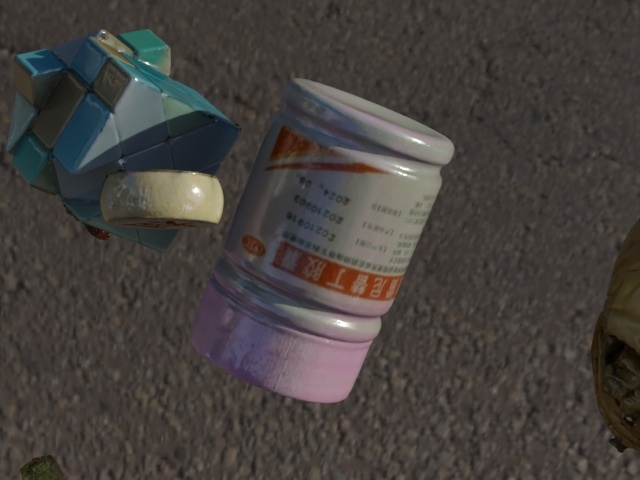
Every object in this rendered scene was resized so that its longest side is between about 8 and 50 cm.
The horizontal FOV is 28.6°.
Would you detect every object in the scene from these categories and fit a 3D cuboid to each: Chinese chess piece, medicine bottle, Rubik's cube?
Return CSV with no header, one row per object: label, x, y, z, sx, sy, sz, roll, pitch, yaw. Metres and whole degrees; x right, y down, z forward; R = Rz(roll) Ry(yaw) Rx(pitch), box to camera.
Chinese chess piece,-0.157,-0.039,1.244,0.122,0.122,0.051,2,84,-10
medicine bottle,0.000,0.000,1.392,0.202,0.316,0.202,21,12,-5
Rubik's cube,-0.234,-0.132,1.486,0.265,0.224,0.213,26,11,-46

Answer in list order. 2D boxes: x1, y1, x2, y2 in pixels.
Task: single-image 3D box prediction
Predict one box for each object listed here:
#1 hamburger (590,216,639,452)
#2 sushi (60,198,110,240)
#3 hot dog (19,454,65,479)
hamburger,0.339,0.079,0.870,0.318,0.158,0.318,10,27,-5
sushi,-0.317,-0.052,1.675,0.118,0.060,0.061,60,30,9
hot dog,-0.230,0.324,1.108,0.093,0.123,0.261,-21,86,-23
